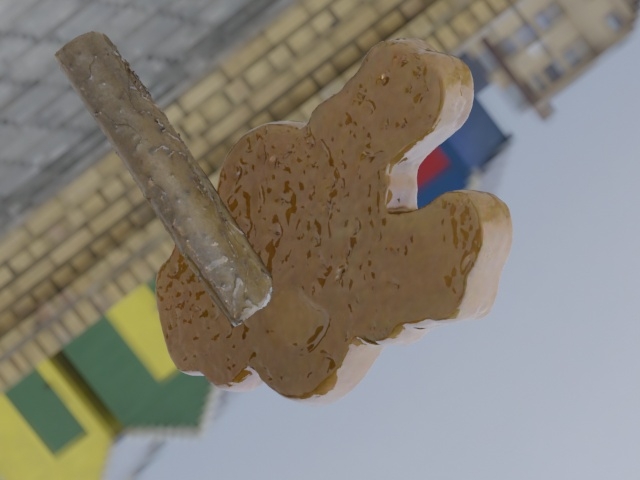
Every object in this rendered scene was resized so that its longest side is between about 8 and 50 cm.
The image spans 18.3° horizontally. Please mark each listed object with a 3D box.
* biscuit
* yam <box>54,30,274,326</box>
[{"bbox_3d":[0.000,0.004,0.971,0.040,0.144,0.236,6,154,-39],"label":"biscuit"},{"bbox_3d":[-0.067,-0.029,0.876,0.032,0.145,0.032,-34,176,-2],"label":"yam"}]
